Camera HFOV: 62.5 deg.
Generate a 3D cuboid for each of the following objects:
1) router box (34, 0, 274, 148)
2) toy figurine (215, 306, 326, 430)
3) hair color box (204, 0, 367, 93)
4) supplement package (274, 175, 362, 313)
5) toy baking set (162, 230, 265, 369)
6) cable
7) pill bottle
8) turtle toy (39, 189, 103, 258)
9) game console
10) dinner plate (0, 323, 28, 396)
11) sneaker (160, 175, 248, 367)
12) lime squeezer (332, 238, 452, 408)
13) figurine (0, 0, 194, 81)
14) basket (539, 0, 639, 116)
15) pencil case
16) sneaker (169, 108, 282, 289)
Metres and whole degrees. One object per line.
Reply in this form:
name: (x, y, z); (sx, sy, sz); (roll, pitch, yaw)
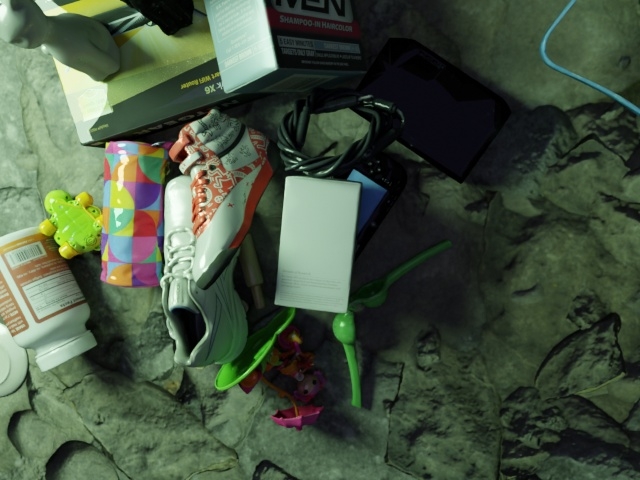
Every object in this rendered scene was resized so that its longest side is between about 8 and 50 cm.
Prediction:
router box: (-0.250, -0.302, 0.809); (0.308, 0.081, 0.243); (-16, 94, 8)
toy figurine: (-0.052, 0.221, 0.847); (0.173, 0.130, 0.159); (-46, 104, -15)
hair color box: (-0.067, -0.399, 0.713); (0.113, 0.185, 0.375); (-8, 96, 43)
supplement package: (0.000, 0.000, 0.758); (0.105, 0.105, 0.180); (6, 99, 5)
toy baking set: (-0.184, 0.072, 0.872); (0.196, 0.030, 0.256); (-20, 87, 15)
cable: (0.015, -0.154, 0.721); (0.184, 0.047, 0.150); (-39, 63, -22)
pill bottle: (-0.456, 0.096, 0.859); (0.121, 0.121, 0.216); (-25, 93, 9)
turtle toy: (-0.403, -0.032, 0.865); (0.095, 0.066, 0.130); (-41, 87, -14)
game console: (0.102, -0.107, 0.808); (0.213, 0.044, 0.361); (34, 100, 2)
dinner plate: (-0.592, 0.214, 0.942); (0.141, 0.017, 0.141); (1, 96, 8)
sneaker: (-0.182, 0.046, 0.787); (0.110, 0.129, 0.298); (-13, 88, 17)
lime squeezer: (0.087, 0.116, 0.829); (0.109, 0.059, 0.311); (28, 98, 3)
figurine: (-0.294, -0.297, 0.667); (0.214, 0.209, 0.092); (-28, 92, 9)
basket: (0.465, -0.301, 0.664); (0.254, 0.201, 0.289); (31, 106, -1)
pencil case: (-0.287, -0.044, 0.829); (0.104, 0.104, 0.237); (7, 94, 6)
sneaker: (-0.161, -0.070, 0.745); (0.144, 0.090, 0.270); (32, 55, -16)
